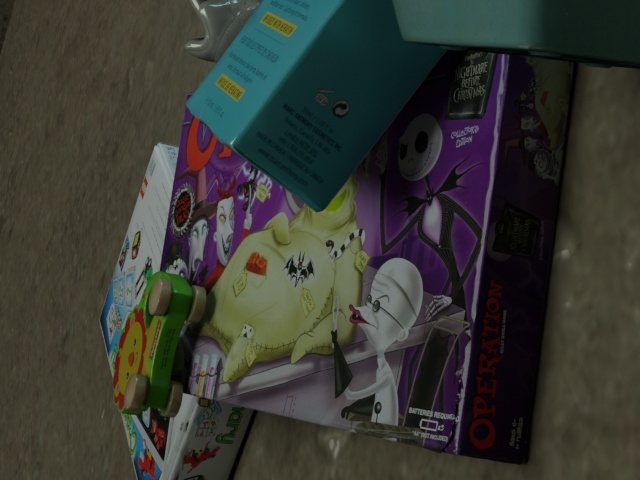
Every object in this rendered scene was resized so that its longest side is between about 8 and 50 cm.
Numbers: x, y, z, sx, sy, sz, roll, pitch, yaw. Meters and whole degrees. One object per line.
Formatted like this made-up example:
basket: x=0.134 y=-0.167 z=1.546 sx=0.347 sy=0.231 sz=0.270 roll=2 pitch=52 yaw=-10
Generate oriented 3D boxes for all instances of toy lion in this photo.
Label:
toy lion: x=-0.111 y=0.067 z=0.784 sx=0.096 sy=0.034 sz=0.100 roll=26 pitch=102 yaw=66

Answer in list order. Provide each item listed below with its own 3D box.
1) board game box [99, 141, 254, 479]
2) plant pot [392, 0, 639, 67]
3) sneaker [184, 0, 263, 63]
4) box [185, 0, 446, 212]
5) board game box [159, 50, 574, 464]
board game box: x=-0.117 y=0.066 z=0.996 sx=0.305 sy=0.053 sz=0.193 roll=-121 pitch=47 yaw=-58
plant pot: x=0.110 y=-0.182 z=0.444 sx=0.165 sy=0.166 sz=0.234 roll=-153 pitch=67 yaw=-67
sneaker: x=-0.047 y=-0.223 z=0.873 sx=0.099 sy=0.121 sz=0.262 roll=125 pitch=148 yaw=-46
box: x=0.037 y=-0.138 z=0.596 sx=0.244 sy=0.060 sz=0.100 roll=-53 pitch=26 yaw=3
board game box: x=0.000 y=0.000 z=0.694 sx=0.347 sy=0.056 sz=0.208 roll=-2 pitch=74 yaw=58
